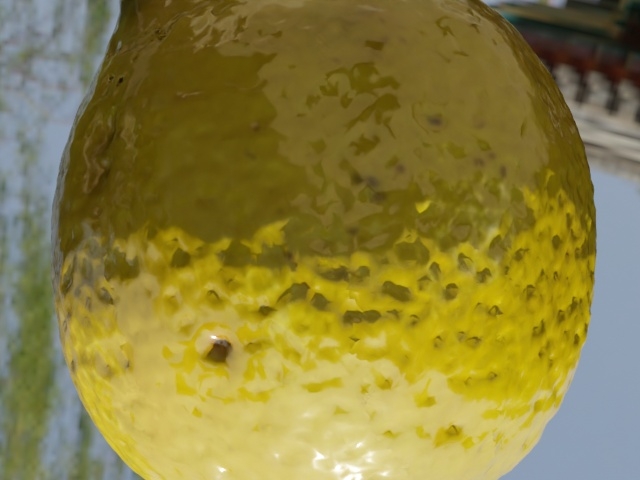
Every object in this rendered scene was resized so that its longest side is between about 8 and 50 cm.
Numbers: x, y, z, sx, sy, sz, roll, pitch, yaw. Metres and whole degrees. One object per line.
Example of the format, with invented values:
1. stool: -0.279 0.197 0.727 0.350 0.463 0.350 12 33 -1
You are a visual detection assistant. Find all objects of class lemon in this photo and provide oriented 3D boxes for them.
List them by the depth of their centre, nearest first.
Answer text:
1. lemon: -0.001 0.009 0.752 0.228 0.253 0.228 1 -172 0
